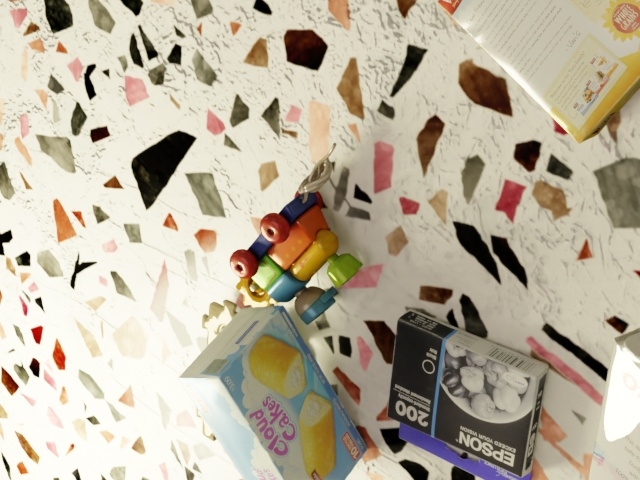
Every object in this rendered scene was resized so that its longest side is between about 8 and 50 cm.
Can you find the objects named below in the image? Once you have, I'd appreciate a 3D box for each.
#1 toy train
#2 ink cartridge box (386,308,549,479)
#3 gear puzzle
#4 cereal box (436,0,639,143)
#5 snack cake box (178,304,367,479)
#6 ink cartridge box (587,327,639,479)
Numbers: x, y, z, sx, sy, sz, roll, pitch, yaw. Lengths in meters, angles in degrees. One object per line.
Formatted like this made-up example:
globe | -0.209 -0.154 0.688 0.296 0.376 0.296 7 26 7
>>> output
toy train | 0.000 0.000 1.430 0.143 0.105 0.248 46 132 3
ink cartridge box | 0.181 0.216 1.399 0.206 0.045 0.208 20 122 33
gear puzzle | -0.103 0.173 1.631 0.175 0.044 0.339 23 119 34
cereal box | 0.247 -0.245 1.143 0.240 0.047 0.173 49 131 15
snack cake box | -0.060 0.238 1.492 0.089 0.152 0.264 -7 121 42
ink cartridge box | 0.394 0.258 1.109 0.226 0.131 0.306 43 141 45
